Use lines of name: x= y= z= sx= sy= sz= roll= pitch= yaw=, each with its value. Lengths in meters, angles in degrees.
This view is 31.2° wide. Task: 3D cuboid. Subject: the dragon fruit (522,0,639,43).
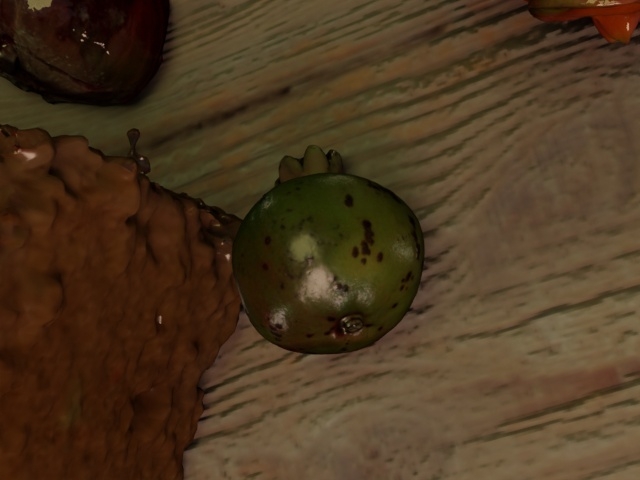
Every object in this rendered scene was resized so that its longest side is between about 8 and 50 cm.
dragon fruit: x=0.164 y=-0.238 z=0.590 sx=0.189 sy=0.290 sz=0.290 roll=24 pitch=87 yaw=-11

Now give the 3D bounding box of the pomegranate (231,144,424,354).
pomegranate: x=0.000 y=0.000 z=0.677 sx=0.114 sy=0.114 sz=0.142 roll=-28 pitch=44 yaw=13

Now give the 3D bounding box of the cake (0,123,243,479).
cake: x=-0.235 y=0.054 z=0.673 sx=0.290 sy=0.256 sz=0.282 roll=14 pitch=85 yaw=27

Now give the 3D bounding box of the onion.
onion: x=-0.201 y=-0.183 z=0.795 sx=0.206 sy=0.098 sz=0.151 roll=21 pitch=87 yaw=24
